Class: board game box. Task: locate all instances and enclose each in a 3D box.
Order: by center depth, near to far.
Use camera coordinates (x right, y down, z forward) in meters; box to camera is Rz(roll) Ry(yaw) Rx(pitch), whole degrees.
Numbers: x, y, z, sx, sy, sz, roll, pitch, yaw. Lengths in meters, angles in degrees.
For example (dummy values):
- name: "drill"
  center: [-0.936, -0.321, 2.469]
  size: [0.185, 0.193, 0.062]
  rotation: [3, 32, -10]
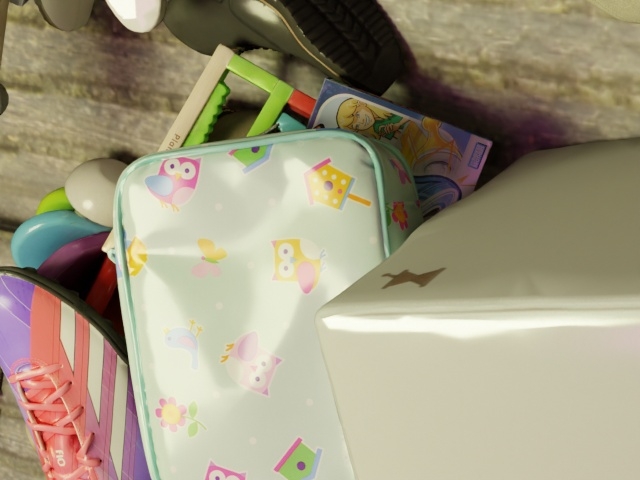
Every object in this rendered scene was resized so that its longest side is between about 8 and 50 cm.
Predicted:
- name: "board game box"
  center: [0.032, -0.007, 1.125]
  size: [0.136, 0.035, 0.201]
  rotation: [21, 98, 3]

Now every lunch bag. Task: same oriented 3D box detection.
- name: "lunch bag"
  center: [-0.035, 0.055, 1.062]
  size: [0.224, 0.108, 0.279]
  rotation: [-7, 90, 19]

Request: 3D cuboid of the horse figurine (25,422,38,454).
- name: "horse figurine"
  center: [-0.238, 0.203, 1.409]
  size: [0.066, 0.263, 0.174]
  rotation: [-25, 99, -5]

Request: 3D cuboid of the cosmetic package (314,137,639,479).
- name: "cosmetic package"
  center: [0.248, 0.158, 0.971]
  size: [0.327, 0.329, 0.393]
  rotation: [-4, 109, 35]

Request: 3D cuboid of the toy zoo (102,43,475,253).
- name: "toy zoo"
  center: [0.000, 0.000, 1.168]
  size: [0.293, 0.030, 0.192]
  rotation: [30, 94, 2]

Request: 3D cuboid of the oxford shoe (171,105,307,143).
- name: "oxford shoe"
  center: [-0.057, 0.060, 1.252]
  size: [0.130, 0.123, 0.348]
  rotation: [7, 111, 26]

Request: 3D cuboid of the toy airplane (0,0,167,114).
- name: "toy airplane"
  center: [-0.294, -0.264, 1.098]
  size: [0.384, 0.272, 0.386]
  rotation: [-36, 84, 32]

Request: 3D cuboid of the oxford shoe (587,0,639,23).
- name: "oxford shoe"
  center: [0.266, -0.199, 0.956]
  size: [0.397, 0.140, 0.146]
  rotation: [27, 154, 15]

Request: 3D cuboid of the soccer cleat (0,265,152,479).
- name: "soccer cleat"
  center: [-0.201, 0.164, 1.258]
  size: [0.109, 0.116, 0.318]
  rotation: [-13, 119, 37]

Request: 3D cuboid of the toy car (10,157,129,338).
- name: "toy car"
  center: [-0.201, 0.030, 1.328]
  size: [0.182, 0.136, 0.159]
  rotation: [41, 127, 11]

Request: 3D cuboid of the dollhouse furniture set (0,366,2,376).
- name: "dollhouse furniture set"
  center: [-0.382, 0.175, 1.549]
  size: [0.059, 0.076, 0.151]
  rotation: [28, 124, 19]

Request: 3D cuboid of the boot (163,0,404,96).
- name: "boot"
  center: [-0.035, -0.166, 1.192]
  size: [0.198, 0.077, 0.137]
  rotation: [43, 145, 2]

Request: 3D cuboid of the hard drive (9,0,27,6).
- name: "hard drive"
  center: [-0.292, -0.348, 1.273]
  size: [0.172, 0.054, 0.254]
  rotation: [25, 122, 22]

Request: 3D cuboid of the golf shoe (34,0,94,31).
- name: "golf shoe"
  center: [-0.194, -0.256, 1.242]
  size: [0.086, 0.067, 0.186]
  rotation: [26, 122, 20]
